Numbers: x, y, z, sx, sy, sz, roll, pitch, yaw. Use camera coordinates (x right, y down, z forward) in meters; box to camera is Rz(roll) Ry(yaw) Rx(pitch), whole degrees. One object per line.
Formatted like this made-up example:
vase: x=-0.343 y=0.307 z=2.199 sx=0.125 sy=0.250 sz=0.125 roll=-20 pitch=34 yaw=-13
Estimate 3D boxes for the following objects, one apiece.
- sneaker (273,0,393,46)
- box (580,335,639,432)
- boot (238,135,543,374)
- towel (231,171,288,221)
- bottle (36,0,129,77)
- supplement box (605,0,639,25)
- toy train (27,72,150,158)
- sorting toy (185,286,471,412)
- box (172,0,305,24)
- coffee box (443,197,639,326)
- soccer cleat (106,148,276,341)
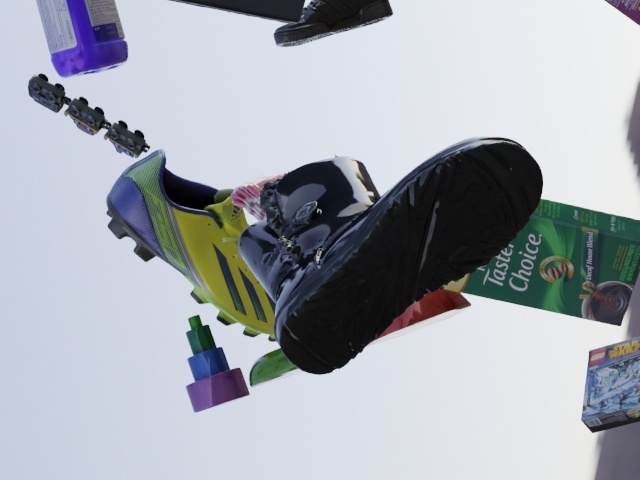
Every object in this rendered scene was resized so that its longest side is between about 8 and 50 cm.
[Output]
sneaker: x=0.017 y=-0.276 z=2.014 sx=0.051 sy=0.170 sz=0.089 roll=165 pitch=88 yaw=-73
box: x=0.332 y=0.137 z=1.835 sx=0.027 sy=0.137 sz=0.094 roll=47 pitch=-140 yaw=-32
boot: x=0.044 y=-0.025 z=1.431 sx=0.246 sy=0.094 sz=0.207 roll=-41 pitch=27 yaw=10
towel: x=0.000 y=0.000 z=1.976 sx=0.029 sy=0.197 sz=0.144 roll=-50 pitch=-8 yaw=18
bottle: x=-0.326 y=-0.353 z=2.336 sx=0.118 sy=0.092 sz=0.283 roll=-32 pitch=-72 yaw=-73
supplement box: x=0.324 y=-0.255 z=1.845 sx=0.055 sy=0.083 sz=0.043 roll=-26 pitch=-31 yaw=-48
toy train: x=-0.262 y=-0.137 z=2.042 sx=0.027 sy=0.158 sz=0.036 roll=-54 pitch=-8 yaw=-40
sorting toy: x=-0.015 y=0.074 z=1.923 sx=0.127 sy=0.365 sz=0.126 roll=-12 pitch=-99 yaw=-55
box: x=-0.111 y=-0.390 z=1.718 sx=0.294 sy=0.182 sz=0.296 roll=42 pitch=120 yaw=57
coffee box: x=0.219 y=0.015 z=1.774 sx=0.040 sy=0.184 sz=0.113 roll=-76 pitch=0 yaw=-53
soccer cleat: x=-0.110 y=0.009 z=2.040 sx=0.121 sy=0.289 sz=0.093 roll=-47 pitch=24 yaw=12
